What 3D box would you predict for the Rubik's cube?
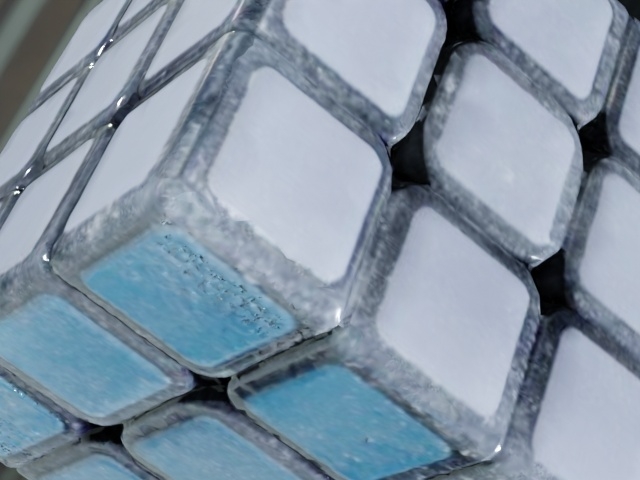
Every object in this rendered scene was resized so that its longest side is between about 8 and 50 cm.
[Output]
[{"bbox_3d":[0.000,0.000,0.847,0.305,0.303,0.301,36,-37,-21],"label":"Rubik's cube"}]
